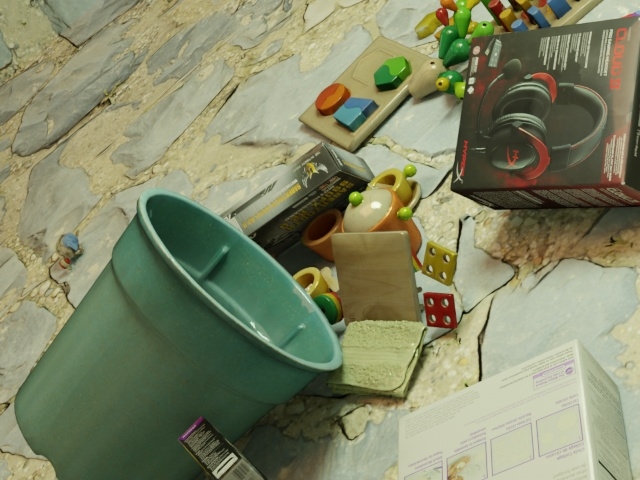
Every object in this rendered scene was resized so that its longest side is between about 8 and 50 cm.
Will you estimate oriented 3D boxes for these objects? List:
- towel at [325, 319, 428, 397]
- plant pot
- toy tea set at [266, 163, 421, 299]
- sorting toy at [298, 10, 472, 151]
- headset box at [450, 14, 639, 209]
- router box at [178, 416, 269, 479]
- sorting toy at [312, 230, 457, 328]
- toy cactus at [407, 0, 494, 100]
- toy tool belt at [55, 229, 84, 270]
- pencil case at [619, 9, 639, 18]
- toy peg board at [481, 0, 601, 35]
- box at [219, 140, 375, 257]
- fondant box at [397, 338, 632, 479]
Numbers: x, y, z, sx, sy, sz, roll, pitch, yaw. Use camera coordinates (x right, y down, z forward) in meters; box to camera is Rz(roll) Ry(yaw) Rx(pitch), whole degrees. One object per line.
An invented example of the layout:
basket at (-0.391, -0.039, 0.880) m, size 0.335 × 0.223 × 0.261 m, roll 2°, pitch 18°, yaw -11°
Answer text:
towel at (0.074, 0.153, 1.809) m, size 0.148 × 0.027 × 0.110 m, roll -3°, pitch 59°, yaw 48°
plant pot at (-0.208, 0.164, 1.820) m, size 0.334 × 0.341 × 0.341 m, roll -47°, pitch 28°, yaw 13°
toy tea set at (0.000, 0.000, 2.013) m, size 0.336 × 0.124 × 0.200 m, roll -35°, pitch 31°, yaw 13°
sorting toy at (0.107, -0.293, 2.345) m, size 0.307 × 0.041 × 0.229 m, roll -46°, pitch 30°, yaw -5°
headset box at (0.324, -0.157, 1.744) m, size 0.293 × 0.110 × 0.218 m, roll 1°, pitch 77°, yaw 43°
router box at (-0.082, 0.304, 1.667) m, size 0.046 × 0.179 × 0.133 m, roll -45°, pitch 29°, yaw -8°
sorting toy at (0.092, 0.050, 1.853) m, size 0.274 × 0.132 × 0.046 m, roll -2°, pitch 11°, yaw 45°
toy cactus at (0.200, -0.287, 2.170) m, size 0.180 × 0.112 × 0.219 m, roll -39°, pitch 46°, yaw 40°
toy tool belt at (-0.481, 0.014, 2.648) m, size 0.051 × 0.052 × 0.083 m, roll -43°, pitch 29°, yaw 17°
pencil case at (0.478, -0.274, 1.824) m, size 0.236 × 0.104 × 0.104 m, roll -18°, pitch 38°, yaw 37°
toy peg board at (0.332, -0.379, 2.148) m, size 0.161 × 0.079 × 0.160 m, roll -40°, pitch 29°, yaw 5°
box at (-0.042, -0.052, 2.088) m, size 0.231 × 0.183 × 0.056 m, roll -34°, pitch 74°, yaw 14°
fondant box at (0.201, 0.287, 1.434) m, size 0.238 × 0.096 × 0.330 m, roll -28°, pitch 32°, yaw 25°
